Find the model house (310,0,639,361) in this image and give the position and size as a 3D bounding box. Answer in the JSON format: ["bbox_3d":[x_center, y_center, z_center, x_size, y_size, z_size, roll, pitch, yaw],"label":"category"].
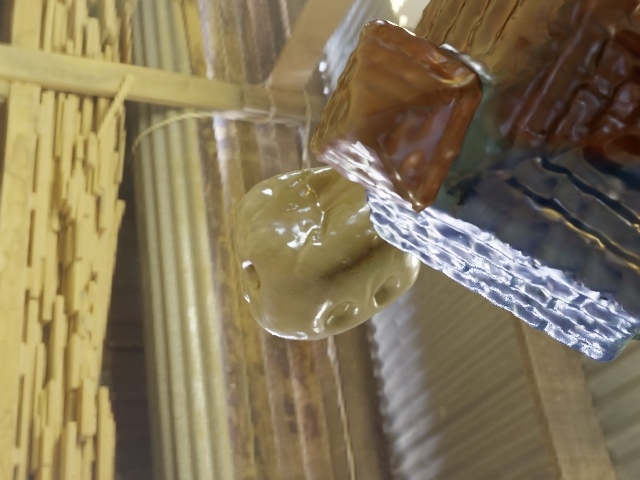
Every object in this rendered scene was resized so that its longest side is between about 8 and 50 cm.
[{"bbox_3d":[0.159,-0.086,0.472,0.251,0.329,0.295,37,-68,20],"label":"model house"}]

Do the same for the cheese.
[{"bbox_3d":[0.000,0.000,0.922,0.217,0.235,0.117,18,-41,25],"label":"cheese"}]
